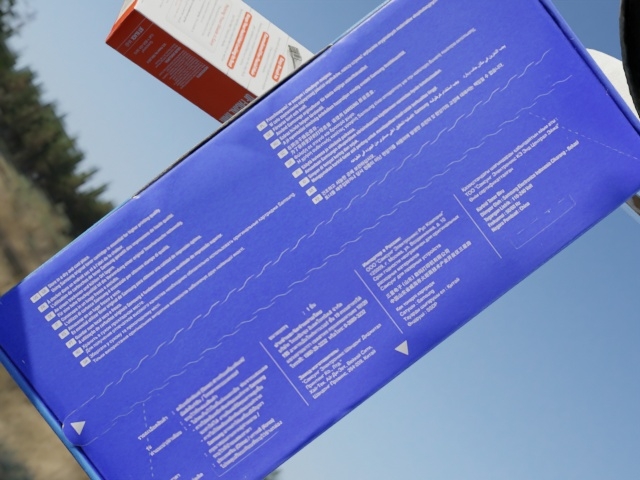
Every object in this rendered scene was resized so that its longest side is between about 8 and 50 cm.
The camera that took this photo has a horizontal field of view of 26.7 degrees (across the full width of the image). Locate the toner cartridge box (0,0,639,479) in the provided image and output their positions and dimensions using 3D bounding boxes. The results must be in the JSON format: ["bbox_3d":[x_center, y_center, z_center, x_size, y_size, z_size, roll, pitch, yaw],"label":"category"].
[{"bbox_3d":[0.000,0.000,0.745,0.165,0.347,0.075,53,-1,-2],"label":"toner cartridge box"}]

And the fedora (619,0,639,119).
[{"bbox_3d":[0.349,-0.122,0.797,0.334,0.334,0.152,60,8,-3],"label":"fedora"}]

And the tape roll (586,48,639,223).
[{"bbox_3d":[0.340,-0.016,1.136,0.392,0.072,0.392,39,5,-4],"label":"tape roll"}]

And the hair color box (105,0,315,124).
[{"bbox_3d":[-0.088,-0.159,1.132,0.167,0.093,0.053,34,-46,-20],"label":"hair color box"}]
